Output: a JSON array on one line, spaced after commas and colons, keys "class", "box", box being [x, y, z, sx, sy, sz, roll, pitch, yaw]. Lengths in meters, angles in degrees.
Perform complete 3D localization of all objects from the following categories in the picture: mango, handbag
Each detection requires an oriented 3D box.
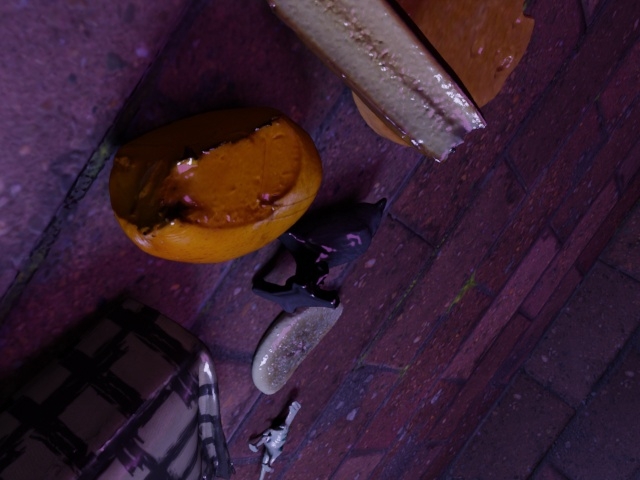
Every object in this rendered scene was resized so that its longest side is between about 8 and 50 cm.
[{"class": "mango", "box": [-0.087, -0.057, 0.594, 0.252, 0.126, 0.154, -17, 121, -52]}, {"class": "handbag", "box": [-0.244, 0.283, 0.648, 0.325, 0.162, 0.327, -48, 152, -33]}]

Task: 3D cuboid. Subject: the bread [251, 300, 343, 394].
[{"class": "bread", "box": [-0.042, 0.154, 0.923, 0.193, 0.036, 0.112, -50, 146, -6]}]

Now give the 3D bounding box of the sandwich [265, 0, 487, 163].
[{"class": "sandwich", "box": [0.058, -0.195, 0.614, 0.094, 0.096, 0.258, -41, 108, 19]}]

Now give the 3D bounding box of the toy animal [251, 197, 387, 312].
[{"class": "toy animal", "box": [0.000, -0.004, 0.813, 0.117, 0.121, 0.210, 46, 57, -13]}]

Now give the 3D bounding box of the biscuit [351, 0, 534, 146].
[{"class": "biscuit", "box": [0.174, -0.277, 0.774, 0.351, 0.057, 0.312, -43, 146, -12]}]

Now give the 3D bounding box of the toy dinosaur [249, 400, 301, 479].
[{"class": "toy dinosaur", "box": [-0.078, 0.362, 1.070, 0.106, 0.044, 0.188, -45, 148, -41]}]
